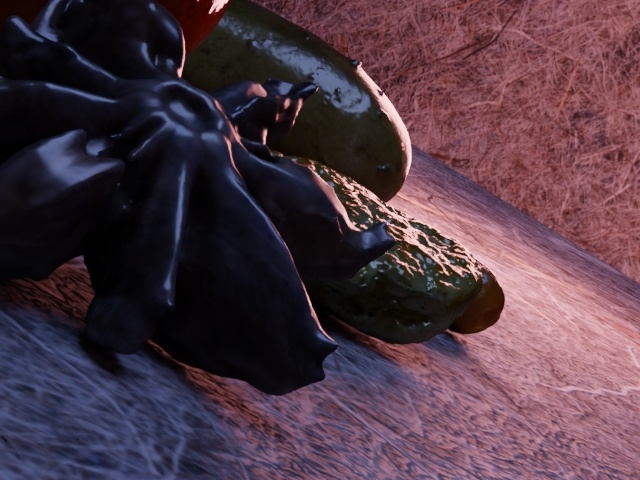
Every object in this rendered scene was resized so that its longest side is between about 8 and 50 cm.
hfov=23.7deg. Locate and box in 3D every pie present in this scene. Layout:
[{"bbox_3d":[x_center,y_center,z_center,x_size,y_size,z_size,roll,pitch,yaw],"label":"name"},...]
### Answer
[{"bbox_3d":[0.000,0.000,1.200,0.248,0.090,0.201,32,20,17],"label":"pie"}]

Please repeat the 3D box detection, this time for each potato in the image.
[{"bbox_3d":[-0.052,-0.126,1.467,0.307,0.173,0.210,35,8,21],"label":"potato"}]

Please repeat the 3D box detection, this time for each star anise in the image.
[{"bbox_3d":[-0.093,-0.037,0.886,0.359,0.139,0.315,-19,71,-50],"label":"star anise"}]

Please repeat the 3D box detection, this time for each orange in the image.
[{"bbox_3d":[0.122,0.049,1.379,0.086,0.062,0.086,34,-31,24],"label":"orange"}]

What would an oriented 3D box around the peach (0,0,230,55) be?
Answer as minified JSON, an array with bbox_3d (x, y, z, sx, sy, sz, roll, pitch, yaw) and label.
[{"bbox_3d":[-0.221,-0.270,1.111,0.388,0.388,0.388,29,9,-5],"label":"peach"}]
